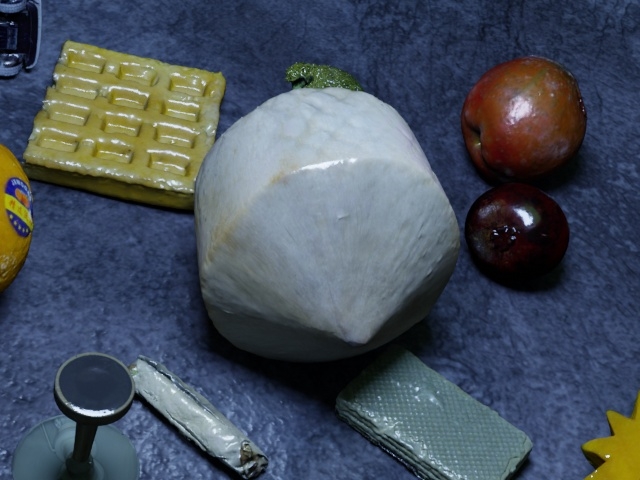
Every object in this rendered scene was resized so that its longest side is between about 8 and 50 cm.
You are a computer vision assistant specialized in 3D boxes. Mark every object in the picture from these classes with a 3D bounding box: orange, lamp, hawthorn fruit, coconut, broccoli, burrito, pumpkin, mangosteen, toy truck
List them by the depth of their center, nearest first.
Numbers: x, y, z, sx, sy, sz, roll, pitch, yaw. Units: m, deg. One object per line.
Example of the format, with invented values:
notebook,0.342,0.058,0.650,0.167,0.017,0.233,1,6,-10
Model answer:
lamp,-0.225,0.200,1.317,0.121,0.214,0.121,9,46,-9
burrito,-0.133,0.185,1.490,0.185,0.041,0.045,38,89,20
orange,-0.406,-0.019,1.492,0.219,0.193,0.219,-4,63,9
pumpkin,0.374,0.300,1.507,0.130,0.149,0.254,-33,44,3
coconut,0.000,0.000,1.544,0.329,0.329,0.329,9,44,-9
mangosteen,0.247,-0.013,1.759,0.140,0.140,0.140,9,44,-9
toy truck,-0.493,-0.308,1.817,0.268,0.124,0.155,3,40,-12
broccoli,0.002,-0.169,1.843,0.120,0.131,0.130,-32,68,5
hawthorn fruit,0.265,-0.154,1.869,0.173,0.173,0.173,9,44,-9

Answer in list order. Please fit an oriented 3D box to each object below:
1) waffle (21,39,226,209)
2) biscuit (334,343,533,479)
waffle,-0.241,-0.145,1.779,0.221,0.055,0.248,12,43,-5
biscuit,0.125,0.202,1.550,0.199,0.040,0.121,34,44,18
